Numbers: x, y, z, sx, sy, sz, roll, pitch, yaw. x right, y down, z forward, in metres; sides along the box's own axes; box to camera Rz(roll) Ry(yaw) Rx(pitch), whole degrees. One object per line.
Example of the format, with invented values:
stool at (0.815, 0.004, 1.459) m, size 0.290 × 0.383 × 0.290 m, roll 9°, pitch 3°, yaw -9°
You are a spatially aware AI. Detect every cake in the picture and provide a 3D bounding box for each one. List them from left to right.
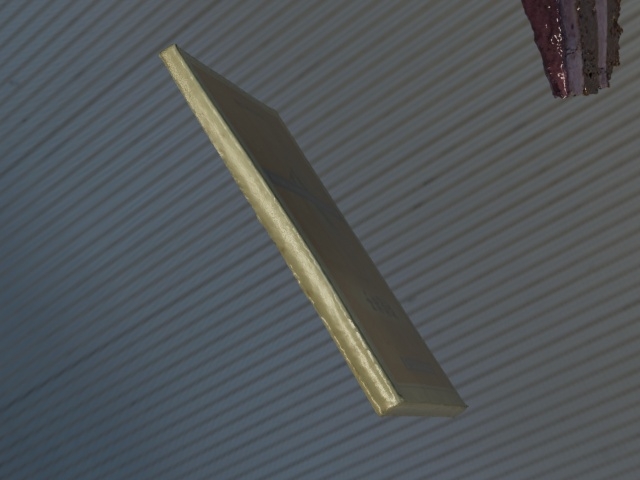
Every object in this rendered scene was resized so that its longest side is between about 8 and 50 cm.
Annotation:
cake at (0.228, -0.283, 1.268) m, size 0.113 × 0.116 × 0.295 m, roll 1°, pitch 110°, yaw 47°

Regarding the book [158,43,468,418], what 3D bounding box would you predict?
book at (0.001, -0.001, 0.766) m, size 0.018 × 0.170 × 0.241 m, roll -36°, pitch 73°, yaw 11°
